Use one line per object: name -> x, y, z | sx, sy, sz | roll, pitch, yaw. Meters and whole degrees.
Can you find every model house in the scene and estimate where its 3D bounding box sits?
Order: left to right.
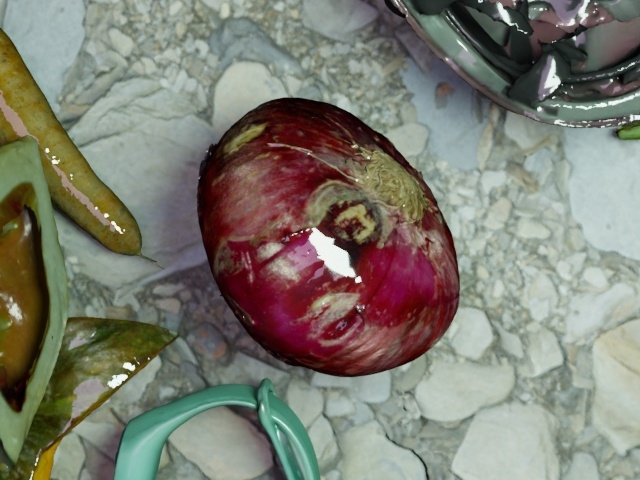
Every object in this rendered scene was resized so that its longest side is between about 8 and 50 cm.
model house -> -0.353, 0.051, 1.295 | 0.239, 0.173, 0.268 | -9, 47, 27

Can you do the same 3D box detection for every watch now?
watch -> -0.091, 0.235, 1.321 | 0.195, 0.068, 0.237 | 8, 98, 3

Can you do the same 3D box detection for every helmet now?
helmet -> 0.193, -0.250, 1.198 | 0.271, 0.197, 0.338 | -43, 84, 17

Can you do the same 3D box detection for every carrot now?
carrot -> -0.247, -0.079, 1.365 | 0.078, 0.078, 0.298 | -41, 87, 10

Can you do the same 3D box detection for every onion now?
onion -> 0.000, 0.000, 1.230 | 0.190, 0.246, 0.246 | -34, 84, 20

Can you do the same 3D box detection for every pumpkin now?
pumpkin -> -0.305, 0.163, 1.365 | 0.258, 0.095, 0.290 | 23, 87, 22

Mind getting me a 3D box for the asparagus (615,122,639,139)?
asparagus -> 0.337, -0.104, 1.253 | 0.178, 0.045, 0.041 | -1, 58, 12
